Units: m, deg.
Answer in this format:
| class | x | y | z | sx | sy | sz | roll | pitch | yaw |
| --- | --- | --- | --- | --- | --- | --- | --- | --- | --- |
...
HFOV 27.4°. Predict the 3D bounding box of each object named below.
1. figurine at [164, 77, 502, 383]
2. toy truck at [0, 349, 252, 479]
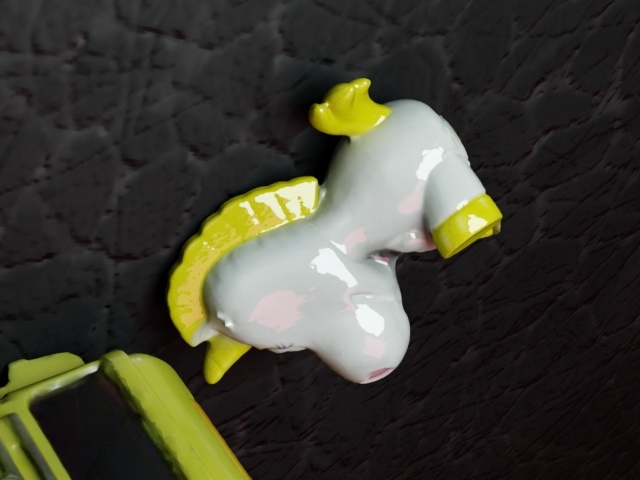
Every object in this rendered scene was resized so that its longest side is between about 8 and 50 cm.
| class | x | y | z | sx | sy | sz | roll | pitch | yaw |
| --- | --- | --- | --- | --- | --- | --- | --- | --- | --- |
| figurine | 0.004 | 0.006 | 0.665 | 0.129 | 0.109 | 0.178 | 34 | 100 | -31 |
| toy truck | -0.115 | 0.236 | 0.685 | 0.254 | 0.180 | 0.405 | -26 | 144 | -26 |
